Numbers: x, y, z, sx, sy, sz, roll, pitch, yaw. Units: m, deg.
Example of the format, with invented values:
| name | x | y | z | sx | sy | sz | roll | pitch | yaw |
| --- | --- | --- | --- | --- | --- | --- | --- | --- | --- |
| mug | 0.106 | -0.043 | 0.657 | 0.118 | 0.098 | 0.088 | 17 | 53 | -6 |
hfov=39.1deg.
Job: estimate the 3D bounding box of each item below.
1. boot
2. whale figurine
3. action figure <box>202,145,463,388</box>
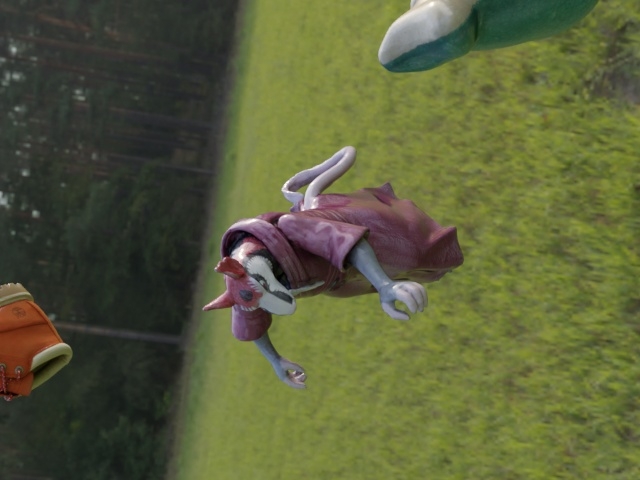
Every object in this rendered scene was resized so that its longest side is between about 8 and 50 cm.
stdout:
| name | x | y | z | sx | sy | sz | roll | pitch | yaw |
| --- | --- | --- | --- | --- | --- | --- | --- | --- | --- |
| boot | -0.261 | 0.092 | 0.677 | 0.158 | 0.084 | 0.059 | -29 | -21 | -52 |
| whale figurine | 0.172 | -0.229 | 0.844 | 0.216 | 0.141 | 0.272 | -13 | 30 | 53 |
| action figure | 0.000 | 0.000 | 0.997 | 0.248 | 0.370 | 0.275 | -32 | 75 | 32 |
